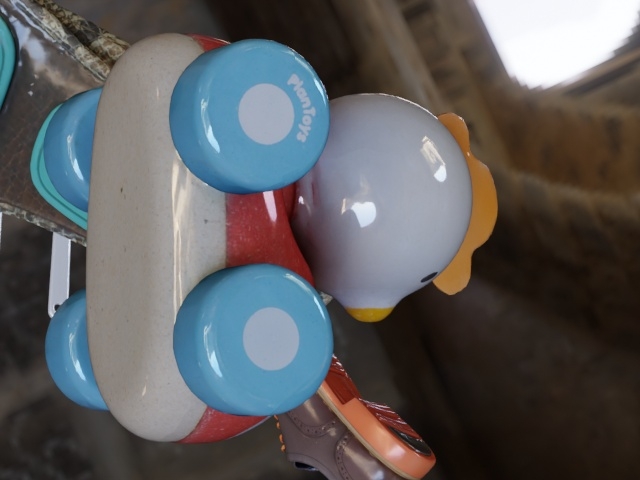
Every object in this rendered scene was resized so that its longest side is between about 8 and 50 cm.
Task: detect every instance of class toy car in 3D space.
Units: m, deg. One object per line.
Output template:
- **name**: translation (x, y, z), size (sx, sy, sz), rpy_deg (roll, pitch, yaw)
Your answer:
- **toy car**: translation (0.000, 0.000, 1.060), size (0.238, 0.210, 0.219), rpy_deg (1, 176, -27)

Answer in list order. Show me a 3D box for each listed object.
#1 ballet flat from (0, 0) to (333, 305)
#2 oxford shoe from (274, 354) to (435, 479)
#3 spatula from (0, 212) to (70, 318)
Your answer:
- **ballet flat**: translation (-0.190, -0.095, 1.362), size (0.164, 0.483, 0.182), rpy_deg (-62, 180, 20)
- **oxford shoe**: translation (-0.018, 0.151, 1.823), size (0.098, 0.271, 0.097), rpy_deg (-53, 144, 9)
- **spatula**: translation (-0.222, -0.038, 1.694), size (0.168, 0.242, 0.019), rpy_deg (10, 161, -24)
